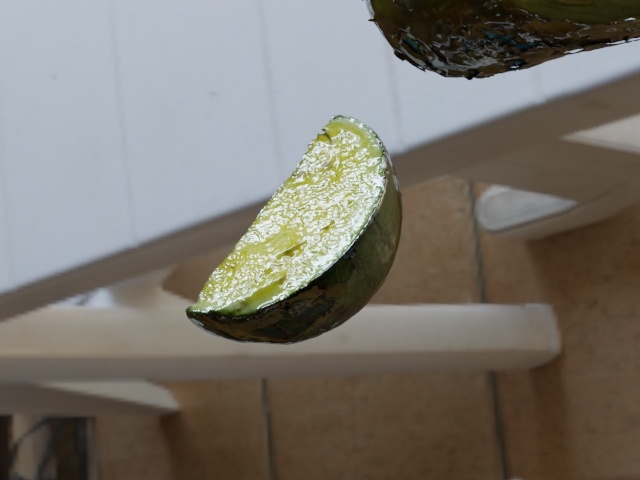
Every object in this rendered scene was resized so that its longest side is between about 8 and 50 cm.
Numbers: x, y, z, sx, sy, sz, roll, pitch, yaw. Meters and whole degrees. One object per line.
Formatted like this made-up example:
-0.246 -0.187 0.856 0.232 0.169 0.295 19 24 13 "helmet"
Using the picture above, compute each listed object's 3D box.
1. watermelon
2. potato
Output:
0.006 0.007 0.943 0.092 0.075 0.181 12 57 37 "watermelon"
0.114 -0.109 0.664 0.197 0.119 0.054 -8 94 18 "potato"
